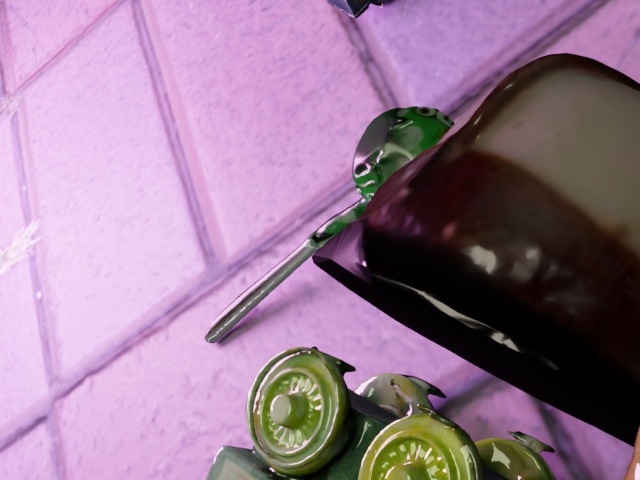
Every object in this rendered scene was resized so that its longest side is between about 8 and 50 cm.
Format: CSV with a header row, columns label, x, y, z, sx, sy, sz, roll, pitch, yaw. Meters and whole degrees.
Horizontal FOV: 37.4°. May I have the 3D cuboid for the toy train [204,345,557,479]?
label,x,y,z,sx,sy,sz,roll,pitch,yaw
toy train,0.038,0.192,0.660,0.271,0.159,0.188,24,90,43

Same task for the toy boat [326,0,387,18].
label,x,y,z,sx,sy,sz,roll,pitch,yaw
toy boat,0.065,-0.286,0.952,0.141,0.060,0.055,-47,47,-1

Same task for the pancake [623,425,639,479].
label,x,y,z,sx,sy,sz,roll,pitch,yaw
pancake,0.315,0.016,0.463,0.427,0.304,0.067,-63,18,-6

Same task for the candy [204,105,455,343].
label,x,y,z,sx,sy,sz,roll,pitch,yaw
candy,0.002,0.002,0.852,0.323,0.097,0.097,-40,48,26

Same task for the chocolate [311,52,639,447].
label,x,y,z,sx,sy,sz,roll,pitch,yaw
chocolate,0.158,0.002,0.590,0.283,0.283,0.186,22,82,43
